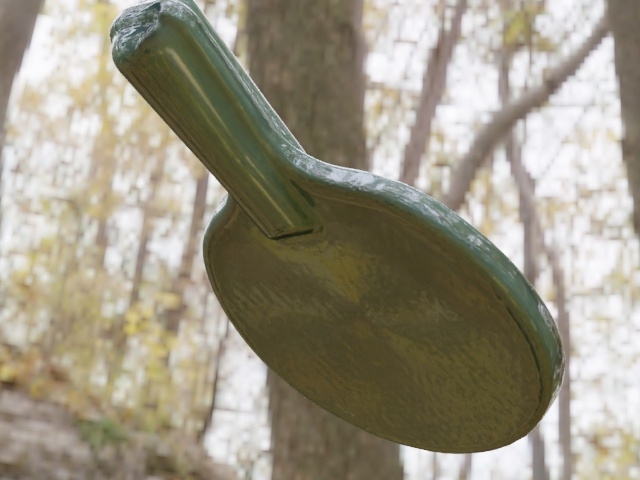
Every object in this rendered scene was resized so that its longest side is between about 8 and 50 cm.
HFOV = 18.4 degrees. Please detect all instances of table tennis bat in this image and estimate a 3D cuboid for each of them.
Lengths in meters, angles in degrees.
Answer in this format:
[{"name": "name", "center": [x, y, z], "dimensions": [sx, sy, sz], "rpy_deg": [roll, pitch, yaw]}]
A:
[{"name": "table tennis bat", "center": [0.000, 0.000, 0.755], "dimensions": [0.149, 0.038, 0.237], "rpy_deg": [-9, -50, 45]}]
